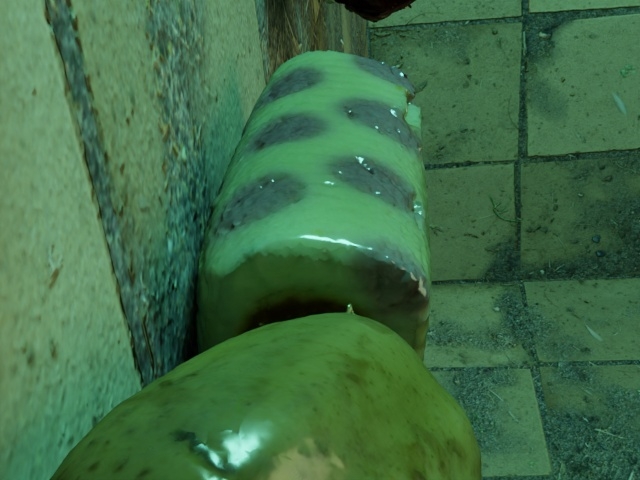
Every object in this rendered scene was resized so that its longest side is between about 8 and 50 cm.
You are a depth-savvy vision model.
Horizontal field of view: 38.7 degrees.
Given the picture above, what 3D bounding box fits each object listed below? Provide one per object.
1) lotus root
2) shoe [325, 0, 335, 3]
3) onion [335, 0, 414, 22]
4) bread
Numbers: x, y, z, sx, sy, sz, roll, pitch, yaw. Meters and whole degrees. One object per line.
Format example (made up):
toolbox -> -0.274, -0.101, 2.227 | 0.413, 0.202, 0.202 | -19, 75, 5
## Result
lotus root -> -0.008, 0.118, 0.399 | 0.284, 0.146, 0.160 | -16, 89, -67
shoe -> 0.038, -0.491, 1.406 | 0.095, 0.110, 0.265 | -87, 169, -46
onion -> 0.044, -0.379, 0.967 | 0.281, 0.221, 0.281 | -18, 90, -89
bread -> 0.000, 0.000, 0.668 | 0.338, 0.155, 0.187 | -84, 180, -59
